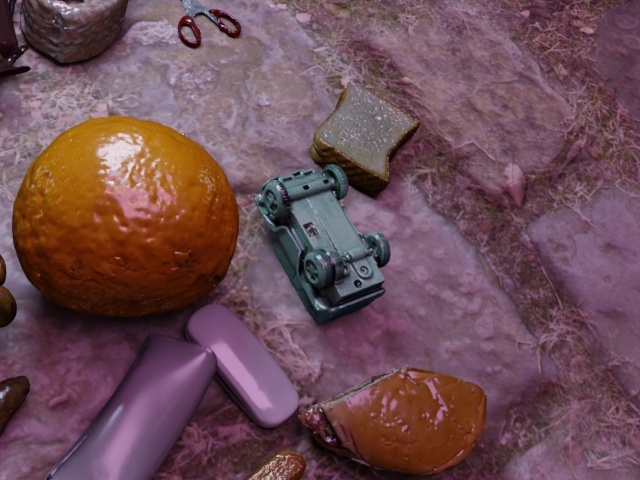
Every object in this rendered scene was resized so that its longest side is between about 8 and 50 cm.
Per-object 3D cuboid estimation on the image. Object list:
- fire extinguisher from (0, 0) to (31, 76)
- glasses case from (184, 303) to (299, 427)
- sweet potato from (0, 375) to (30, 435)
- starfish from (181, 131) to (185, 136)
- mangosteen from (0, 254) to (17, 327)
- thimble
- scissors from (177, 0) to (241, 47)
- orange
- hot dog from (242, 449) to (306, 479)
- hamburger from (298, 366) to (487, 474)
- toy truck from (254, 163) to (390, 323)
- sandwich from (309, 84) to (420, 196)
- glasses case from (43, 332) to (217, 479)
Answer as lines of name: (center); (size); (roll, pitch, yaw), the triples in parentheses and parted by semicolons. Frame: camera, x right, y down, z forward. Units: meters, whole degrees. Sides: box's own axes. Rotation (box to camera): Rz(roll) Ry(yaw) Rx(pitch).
fire extinguisher: (-0.604, -0.419, 1.530); (0.141, 0.105, 0.341); (-29, 63, 13)
glasses case: (-0.129, 0.204, 1.370); (0.233, 0.059, 0.092); (47, 53, 11)
sweet potato: (-0.485, 0.303, 1.159); (0.075, 0.075, 0.273); (21, 51, -9)
starfish: (-0.296, -0.129, 1.529); (0.224, 0.050, 0.216); (27, 46, -11)
mangosteen: (-0.554, 0.080, 1.185); (0.210, 0.210, 0.209); (10, 56, -16)
thimble: (-0.475, -0.471, 1.603); (0.196, 0.148, 0.229); (31, 51, -1)
scissors: (-0.286, -0.518, 1.791); (0.144, 0.017, 0.247); (-24, 70, -33)
orange: (-0.295, -0.038, 1.284); (0.341, 0.340, 0.293); (1, 72, -22)
hot dog: (-0.107, 0.398, 1.266); (0.066, 0.047, 0.216); (35, 52, 20)
hamburger: (0.132, 0.294, 1.369); (0.282, 0.155, 0.245); (-36, 84, -30)
toy truck: (0.000, 0.000, 1.492); (0.155, 0.156, 0.278); (-19, 68, -31)
sandwich: (0.091, -0.212, 1.720); (0.186, 0.065, 0.214); (33, 53, 0)
glasses case: (-0.278, 0.280, 1.250); (0.128, 0.083, 0.308); (29, 53, 4)
